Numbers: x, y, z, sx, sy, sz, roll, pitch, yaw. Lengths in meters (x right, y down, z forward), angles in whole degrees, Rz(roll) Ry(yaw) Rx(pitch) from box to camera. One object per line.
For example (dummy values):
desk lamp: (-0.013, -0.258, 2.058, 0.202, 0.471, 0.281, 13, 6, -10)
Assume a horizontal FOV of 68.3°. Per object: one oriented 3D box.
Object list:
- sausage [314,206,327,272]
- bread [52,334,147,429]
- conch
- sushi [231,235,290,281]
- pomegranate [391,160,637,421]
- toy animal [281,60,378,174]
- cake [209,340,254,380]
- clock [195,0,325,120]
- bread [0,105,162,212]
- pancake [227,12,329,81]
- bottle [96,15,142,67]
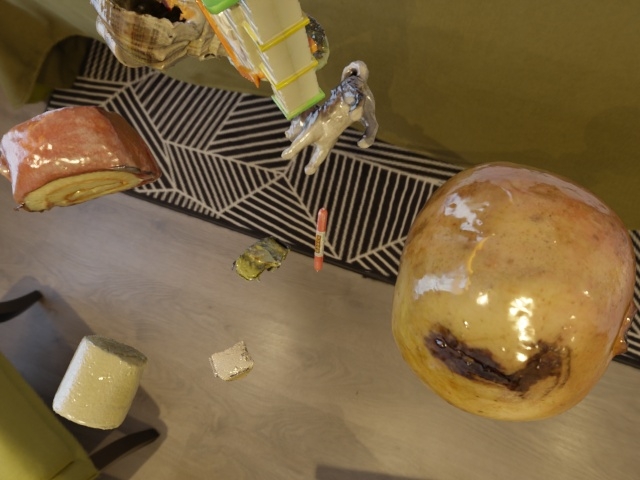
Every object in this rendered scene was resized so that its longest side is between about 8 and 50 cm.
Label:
sausage: (0.000, 0.000, 1.620, 0.034, 0.034, 0.253, 9, 117, 9)
bread: (-0.419, 0.269, 0.910, 0.134, 0.148, 0.141, 24, 80, -15)
conch: (-0.310, -0.403, 0.889, 0.291, 0.159, 0.210, 15, 50, -11)
sushi: (-0.196, 0.073, 1.709, 0.139, 0.291, 0.131, 33, 110, 10)
pomegranate: (0.229, 0.066, 0.591, 0.322, 0.322, 0.322, -1, 86, 9)
toy animal: (0.028, -0.414, 1.533, 0.344, 0.194, 0.303, -20, 56, 29)
cake: (-0.142, 0.215, 0.824, 0.065, 0.121, 0.052, -28, 73, -5)
clock: (-0.095, -0.279, 0.545, 0.106, 0.255, 0.220, -34, 75, -2)
bread: (-0.428, -0.137, 0.820, 0.244, 0.190, 0.123, -18, 85, -2)
pancake: (-0.097, -0.447, 1.079, 0.253, 0.037, 0.254, 2, 60, -4)
bottle: (-0.424, -0.452, 1.015, 0.099, 0.099, 0.152, -41, 62, 4)
